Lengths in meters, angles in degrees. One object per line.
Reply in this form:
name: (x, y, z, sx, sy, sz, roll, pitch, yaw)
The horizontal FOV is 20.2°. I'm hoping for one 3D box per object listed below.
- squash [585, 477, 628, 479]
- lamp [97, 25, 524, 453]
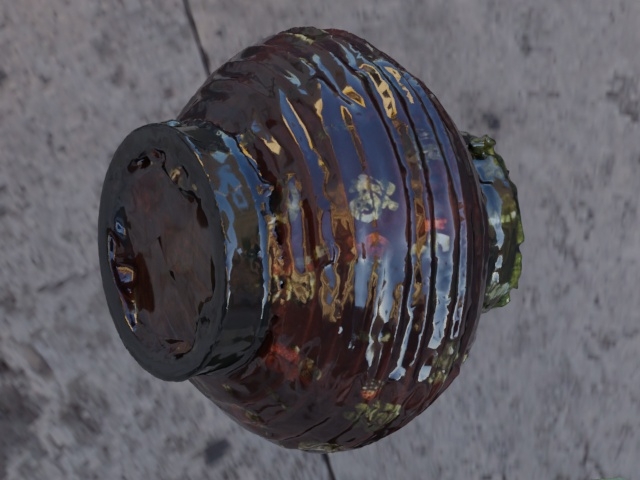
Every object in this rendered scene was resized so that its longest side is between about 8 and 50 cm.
squash: (0.137, 0.272, 1.280, 0.189, 0.189, 0.260, 31, 89, 16)
lamp: (0.000, 0.000, 1.025, 0.247, 0.247, 0.247, -2, 67, 5)
